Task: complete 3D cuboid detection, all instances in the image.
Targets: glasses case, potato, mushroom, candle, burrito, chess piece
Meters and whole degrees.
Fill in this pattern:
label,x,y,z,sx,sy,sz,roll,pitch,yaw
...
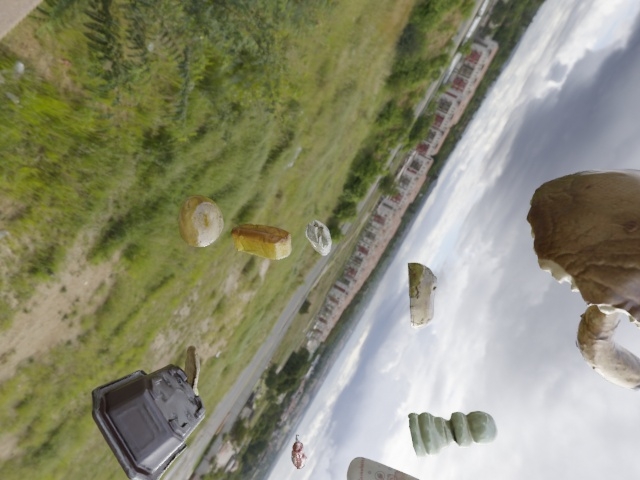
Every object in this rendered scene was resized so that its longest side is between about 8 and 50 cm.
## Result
label,x,y,z,sx,sy,sz,roll,pitch,yaw
glasses case,0.164,0.596,1.001,0.081,0.204,0.051,-62,159,-44
potato,0.291,0.156,1.172,0.164,0.081,0.200,-74,160,-60
potato,-0.476,-0.098,1.605,0.158,0.178,0.203,99,18,-59
mushroom,0.341,0.073,0.464,0.208,0.233,0.301,-67,159,-77
candle,-0.066,0.660,1.288,0.048,0.053,0.162,-60,158,-47
burrito,0.000,0.000,1.185,0.059,0.082,0.275,-34,173,-3
chess piece,0.393,0.560,1.214,0.133,0.244,0.133,-16,90,-75

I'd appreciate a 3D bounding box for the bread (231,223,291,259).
label,x,y,z,sx,sy,sz,roll,pitch,yaw
bread,-0.209,-0.005,1.454,0.102,0.246,0.094,-38,130,-44

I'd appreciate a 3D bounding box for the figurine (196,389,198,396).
label,x,y,z,sx,sy,sz,roll,pitch,yaw
figurine,-0.454,0.519,1.291,0.155,0.127,0.236,-27,-170,-26

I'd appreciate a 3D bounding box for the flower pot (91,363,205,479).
label,x,y,z,sx,sy,sz,roll,pitch,yaw
flower pot,-0.283,0.300,0.731,0.084,0.178,0.251,-35,175,-6

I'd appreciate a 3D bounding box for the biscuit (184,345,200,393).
label,x,y,z,sx,sy,sz,roll,pitch,yaw
biscuit,-0.281,0.295,0.892,0.019,0.071,0.147,-1,115,-31
